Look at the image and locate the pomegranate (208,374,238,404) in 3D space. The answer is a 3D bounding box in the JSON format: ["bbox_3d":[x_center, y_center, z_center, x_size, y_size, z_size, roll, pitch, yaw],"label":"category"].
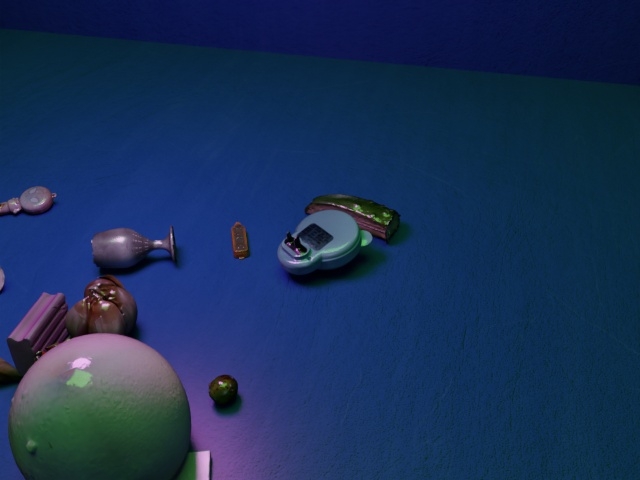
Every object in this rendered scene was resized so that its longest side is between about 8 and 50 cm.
[{"bbox_3d":[-0.237,0.356,1.527,0.073,0.073,0.084,-14,25,-18],"label":"pomegranate"}]

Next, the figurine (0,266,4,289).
[{"bbox_3d":[-1.054,0.101,1.838,0.249,0.167,0.141,15,-5,-21],"label":"figurine"}]

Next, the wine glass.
[{"bbox_3d":[-0.561,0.020,1.910,0.241,0.127,0.126,-6,38,-11],"label":"wine glass"}]

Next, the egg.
[{"bbox_3d":[-0.456,0.339,1.269,0.354,0.340,0.355,-1,51,2],"label":"egg"}]

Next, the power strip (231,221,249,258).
[{"bbox_3d":[-0.260,-0.006,2.023,0.049,0.028,0.178,-7,38,-8],"label":"power strip"}]

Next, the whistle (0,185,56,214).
[{"bbox_3d":[-1.011,-0.124,2.149,0.220,0.057,0.107,-16,54,-14],"label":"whistle"}]

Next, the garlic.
[{"bbox_3d":[-0.561,0.192,1.669,0.160,0.191,0.214,33,30,1],"label":"garlic"}]

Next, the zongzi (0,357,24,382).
[{"bbox_3d":[-0.861,0.351,1.529,0.204,0.094,0.205,37,56,-1],"label":"zongzi"}]

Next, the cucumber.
[{"bbox_3d":[0.105,-0.102,2.096,0.325,0.105,0.145,17,41,25],"label":"cucumber"}]

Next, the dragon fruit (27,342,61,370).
[{"bbox_3d":[-0.579,0.309,1.527,0.235,0.137,0.135,-6,2,-11],"label":"dragon fruit"}]

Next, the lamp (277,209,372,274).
[{"bbox_3d":[0.001,0.010,1.906,0.284,0.147,0.209,-19,39,-35],"label":"lamp"}]

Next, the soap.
[{"bbox_3d":[-0.713,0.235,1.613,0.065,0.122,0.203,0,29,4],"label":"soap"}]

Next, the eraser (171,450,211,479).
[{"bbox_3d":[-0.286,0.522,1.344,0.103,0.023,0.150,-4,38,-4],"label":"eraser"}]
